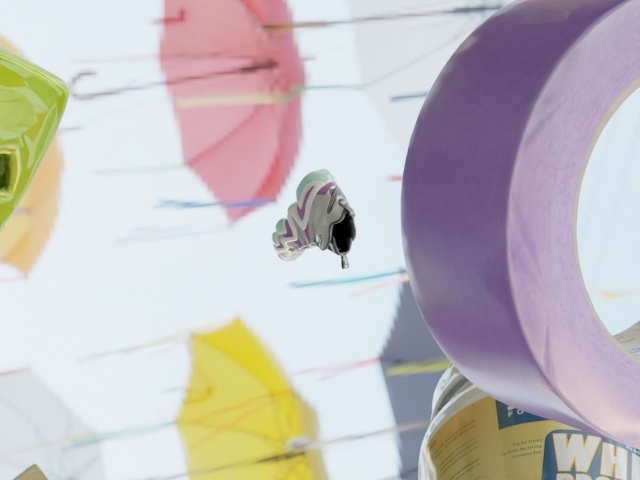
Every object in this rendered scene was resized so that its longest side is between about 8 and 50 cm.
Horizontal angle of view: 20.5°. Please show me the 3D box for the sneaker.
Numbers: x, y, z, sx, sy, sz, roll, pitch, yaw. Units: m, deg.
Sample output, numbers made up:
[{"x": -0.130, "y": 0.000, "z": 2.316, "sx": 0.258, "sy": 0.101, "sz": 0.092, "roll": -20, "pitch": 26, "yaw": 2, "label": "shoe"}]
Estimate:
[{"x": 0.000, "y": 0.000, "z": 1.357, "sx": 0.069, "sy": 0.038, "sz": 0.098, "roll": 52, "pitch": -36, "yaw": 24, "label": "sneaker"}]

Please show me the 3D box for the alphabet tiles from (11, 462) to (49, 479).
[{"x": -0.266, "y": 0.347, "z": 1.362, "sx": 0.342, "sy": 0.285, "sz": 0.011, "roll": 56, "pitch": -17, "yaw": -13, "label": "alphabet tiles"}]

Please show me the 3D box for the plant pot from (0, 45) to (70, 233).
[{"x": -0.308, "y": -0.035, "z": 0.949, "sx": 0.228, "sy": 0.227, "sz": 0.207, "roll": 7, "pitch": -104, "yaw": 43, "label": "plant pot"}]

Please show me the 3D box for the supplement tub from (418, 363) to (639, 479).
[{"x": 0.129, "y": 0.162, "z": 1.001, "sx": 0.144, "sy": 0.144, "sz": 0.200, "roll": -52, "pitch": -156, "yaw": 33, "label": "supplement tub"}]

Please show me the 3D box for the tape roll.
[{"x": 0.132, "y": -0.013, "z": 0.724, "sx": 0.080, "sy": 0.189, "sz": 0.189, "roll": 14, "pitch": -74, "yaw": 61, "label": "tape roll"}]
